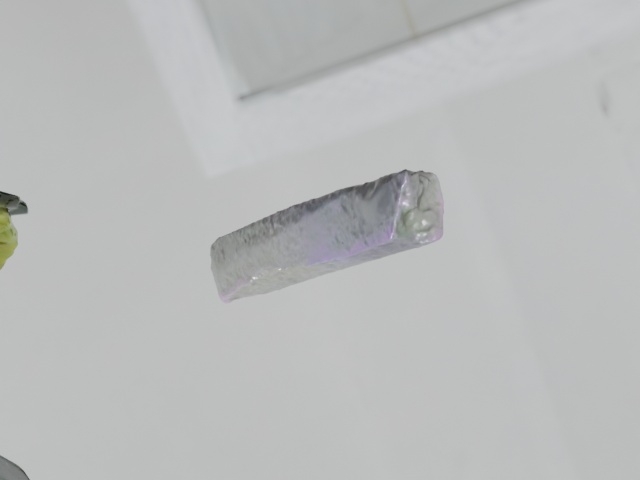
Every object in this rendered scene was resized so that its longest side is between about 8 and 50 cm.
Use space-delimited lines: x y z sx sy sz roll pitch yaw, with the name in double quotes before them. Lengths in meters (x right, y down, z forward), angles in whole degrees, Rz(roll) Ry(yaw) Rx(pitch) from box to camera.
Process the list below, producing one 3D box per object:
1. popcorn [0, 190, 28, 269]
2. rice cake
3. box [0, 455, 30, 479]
"popcorn" -0.435 0.084 1.832 0.293 0.237 0.293 -2 168 0
"rice cake" 0.000 0.000 1.935 0.064 0.070 0.399 0 170 -30
"box" -0.364 0.275 2.191 0.069 0.084 0.122 -46 140 1
